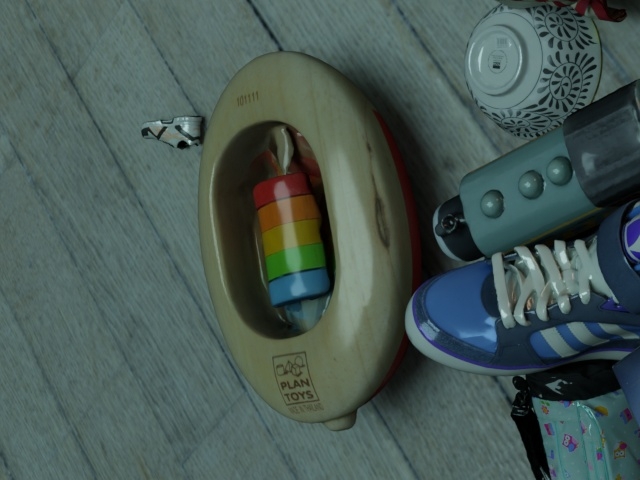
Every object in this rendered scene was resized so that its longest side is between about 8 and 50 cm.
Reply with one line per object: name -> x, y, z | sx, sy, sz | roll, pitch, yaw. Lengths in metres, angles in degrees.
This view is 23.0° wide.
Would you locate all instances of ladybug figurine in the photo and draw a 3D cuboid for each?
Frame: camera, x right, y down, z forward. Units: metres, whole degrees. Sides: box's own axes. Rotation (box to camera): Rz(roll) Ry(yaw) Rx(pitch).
ladybug figurine -> 0.000, 0.000, 1.858 | 0.305, 0.162, 0.449 | -12, 82, 43

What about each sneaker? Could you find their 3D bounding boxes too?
sneaker -> -0.204, -0.144, 2.133 | 0.109, 0.040, 0.043 | -4, 91, 44
sneaker -> 0.250, 0.023, 1.478 | 0.236, 0.323, 0.130 | 97, 174, -57

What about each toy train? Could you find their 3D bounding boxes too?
toy train -> 0.266, -0.061, 1.584 | 0.334, 0.190, 0.142 | -26, 73, 41

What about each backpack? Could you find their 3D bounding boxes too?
backpack -> 0.286, 0.205, 1.608 | 0.115, 0.152, 0.182 | 2, 106, 57

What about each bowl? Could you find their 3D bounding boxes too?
bowl -> 0.213, -0.193, 1.708 | 0.170, 0.080, 0.170 | 2, 93, 43

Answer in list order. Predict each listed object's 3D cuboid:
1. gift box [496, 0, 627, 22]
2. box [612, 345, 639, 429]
gift box -> 0.258, -0.352, 1.523 | 0.276, 0.255, 0.258 | -4, 87, 33
box -> 0.440, 0.157, 1.288 | 0.296, 0.183, 0.294 | -48, 53, 44
